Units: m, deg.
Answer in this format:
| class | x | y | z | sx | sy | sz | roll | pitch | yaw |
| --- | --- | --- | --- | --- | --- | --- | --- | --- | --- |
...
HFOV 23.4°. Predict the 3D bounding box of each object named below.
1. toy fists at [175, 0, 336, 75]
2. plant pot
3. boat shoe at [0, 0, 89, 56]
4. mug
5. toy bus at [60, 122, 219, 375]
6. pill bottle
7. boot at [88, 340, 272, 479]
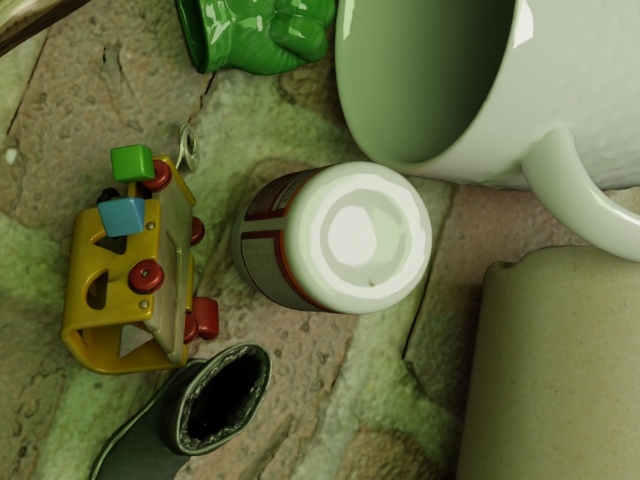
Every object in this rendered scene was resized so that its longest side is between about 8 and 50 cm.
| class | x | y | z | sx | sy | sz | roll | pitch | yaw |
| --- | --- | --- | --- | --- | --- | --- | --- | --- | --- |
| toy fists | -0.063 | -0.283 | 1.339 | 0.142 | 0.096 | 0.279 | -16 | 93 | -19 |
| plant pot | 0.249 | 0.171 | 1.339 | 0.333 | 0.334 | 0.306 | 6 | 77 | -18 |
| boat shoe | -0.302 | -0.193 | 1.256 | 0.341 | 0.121 | 0.110 | -37 | 96 | -25 |
| mug | 0.232 | -0.136 | 1.308 | 0.328 | 0.276 | 0.374 | 6 | 50 | -29 |
| toy bus | -0.163 | 0.012 | 1.295 | 0.104 | 0.202 | 0.191 | -8 | 100 | 13 |
| pill bottle | 0.000 | 0.000 | 1.288 | 0.121 | 0.221 | 0.121 | 0 | 89 | -17 |
| boot | -0.116 | 0.165 | 1.255 | 0.076 | 0.208 | 0.190 | 33 | 80 | -14 |
